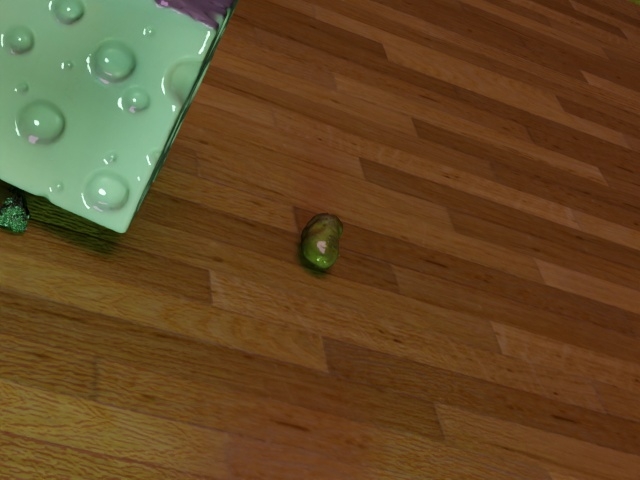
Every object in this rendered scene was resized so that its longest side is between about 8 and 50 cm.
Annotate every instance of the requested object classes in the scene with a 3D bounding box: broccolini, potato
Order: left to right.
[{"bbox_3d":[-0.307,-0.051,1.299,0.035,0.030,0.140,29,23,-16],"label":"broccolini"},{"bbox_3d":[0.000,0.000,1.463,0.045,0.046,0.092,55,28,-29],"label":"potato"}]

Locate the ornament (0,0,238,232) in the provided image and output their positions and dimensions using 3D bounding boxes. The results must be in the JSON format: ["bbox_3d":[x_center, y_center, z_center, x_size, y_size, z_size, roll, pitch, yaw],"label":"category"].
[{"bbox_3d":[-0.248,-0.193,1.321,0.239,0.240,0.239,25,20,-7],"label":"ornament"}]
